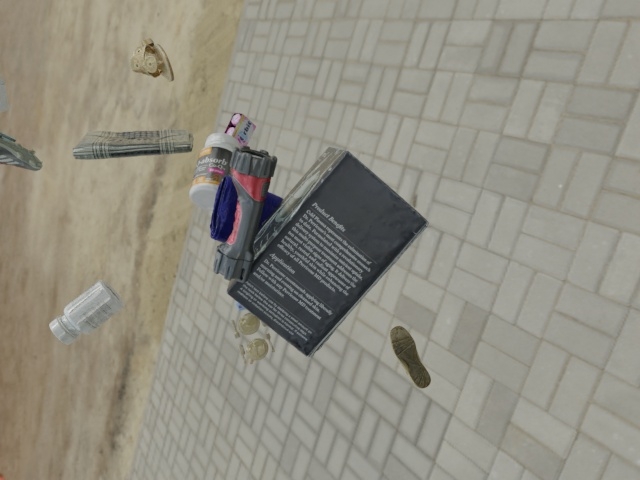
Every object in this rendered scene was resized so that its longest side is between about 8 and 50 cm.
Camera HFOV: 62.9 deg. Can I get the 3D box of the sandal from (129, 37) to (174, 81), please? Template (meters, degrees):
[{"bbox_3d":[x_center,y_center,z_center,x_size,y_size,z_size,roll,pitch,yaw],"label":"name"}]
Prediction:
[{"bbox_3d":[-0.417,-0.425,1.254,0.240,0.079,0.088,48,156,50],"label":"sandal"}]

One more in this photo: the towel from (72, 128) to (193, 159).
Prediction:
[{"bbox_3d":[-0.532,-0.293,1.534,0.324,0.313,0.056,-128,34,-68],"label":"towel"}]

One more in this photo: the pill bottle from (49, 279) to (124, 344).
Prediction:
[{"bbox_3d":[-0.830,0.257,1.860,0.229,0.131,0.131,-40,42,-11],"label":"pill bottle"}]

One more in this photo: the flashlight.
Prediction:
[{"bbox_3d":[-0.185,-0.061,1.210,0.103,0.103,0.303,-121,46,-62],"label":"flashlight"}]

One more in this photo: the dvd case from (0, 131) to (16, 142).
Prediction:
[{"bbox_3d":[-0.968,-0.272,1.532,0.119,0.087,0.013,-45,57,7],"label":"dvd case"}]

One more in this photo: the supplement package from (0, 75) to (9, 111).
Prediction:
[{"bbox_3d":[-1.044,-0.506,1.481,0.292,0.178,0.175,62,151,-1],"label":"supplement package"}]

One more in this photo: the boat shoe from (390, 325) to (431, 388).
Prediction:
[{"bbox_3d":[0.207,0.274,1.228,0.152,0.056,0.048,60,171,17],"label":"boat shoe"}]

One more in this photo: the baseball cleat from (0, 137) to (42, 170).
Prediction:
[{"bbox_3d":[-0.899,-0.239,1.469,0.109,0.206,0.072,-42,40,18],"label":"baseball cleat"}]

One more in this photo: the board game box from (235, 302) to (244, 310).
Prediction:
[{"bbox_3d":[-0.213,0.216,2.079,0.212,0.160,0.039,-29,79,9],"label":"board game box"}]

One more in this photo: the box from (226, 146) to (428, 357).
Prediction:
[{"bbox_3d":[0.000,0.000,1.525,0.471,0.297,0.480,-48,11,5],"label":"box"}]

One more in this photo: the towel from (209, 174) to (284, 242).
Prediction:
[{"bbox_3d":[-0.232,-0.071,1.824,0.076,0.309,0.227,-6,68,52],"label":"towel"}]

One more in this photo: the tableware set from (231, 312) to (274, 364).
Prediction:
[{"bbox_3d":[-0.254,0.369,1.995,0.039,0.129,0.194,71,177,-61],"label":"tableware set"}]

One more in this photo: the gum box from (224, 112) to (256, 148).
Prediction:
[{"bbox_3d":[-0.388,-0.482,2.433,0.062,0.107,0.188,14,75,38],"label":"gum box"}]

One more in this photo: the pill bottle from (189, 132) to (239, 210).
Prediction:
[{"bbox_3d":[-0.394,-0.263,1.989,0.162,0.162,0.278,-31,44,45],"label":"pill bottle"}]
